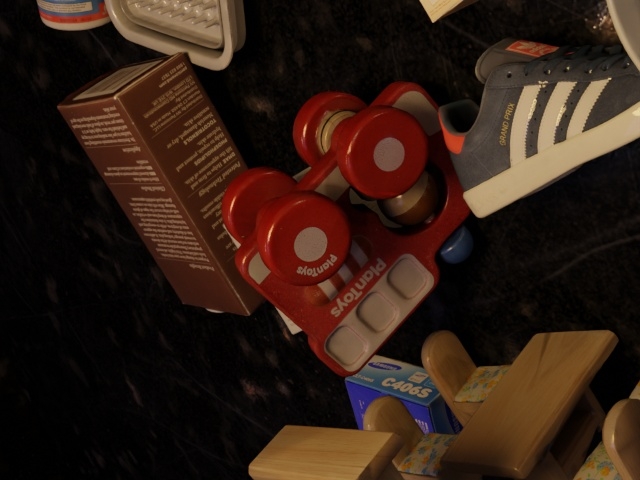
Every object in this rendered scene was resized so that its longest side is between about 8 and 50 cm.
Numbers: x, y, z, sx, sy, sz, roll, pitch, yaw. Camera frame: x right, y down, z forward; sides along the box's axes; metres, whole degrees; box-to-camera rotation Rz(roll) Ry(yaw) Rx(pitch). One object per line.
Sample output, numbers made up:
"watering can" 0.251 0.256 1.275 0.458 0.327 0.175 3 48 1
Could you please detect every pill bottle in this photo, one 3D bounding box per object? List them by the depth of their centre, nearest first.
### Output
"pill bottle" -0.376 -0.438 1.312 0.124 0.124 0.221 28 136 34

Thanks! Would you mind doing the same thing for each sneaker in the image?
"sneaker" 0.235 -0.145 0.824 0.350 0.131 0.148 -31 84 50

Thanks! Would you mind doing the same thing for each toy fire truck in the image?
"toy fire truck" 0.052 -0.019 1.022 0.254 0.302 0.169 45 175 -28

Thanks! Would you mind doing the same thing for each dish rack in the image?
"dish rack" -0.205 -0.413 1.177 0.286 0.072 0.332 25 133 36

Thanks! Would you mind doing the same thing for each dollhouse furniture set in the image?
"dollhouse furniture set" 0.162 0.200 0.927 0.362 0.394 0.256 -12 116 53

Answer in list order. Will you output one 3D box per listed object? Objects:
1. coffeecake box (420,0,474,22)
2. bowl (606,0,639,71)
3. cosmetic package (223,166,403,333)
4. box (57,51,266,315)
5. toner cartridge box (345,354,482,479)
"coffeecake box" 0.117 -0.315 0.813 0.185 0.142 0.068 58 144 -2
"bowl" 0.345 -0.216 0.591 0.298 0.134 0.297 9 119 16
"cosmetic package" 0.000 0.000 1.181 0.151 0.151 0.183 -28 95 54
"box" -0.205 -0.078 1.322 0.191 0.143 0.381 4 128 49
"toner cartridge box" 0.157 0.350 1.328 0.165 0.075 0.347 9 123 45
